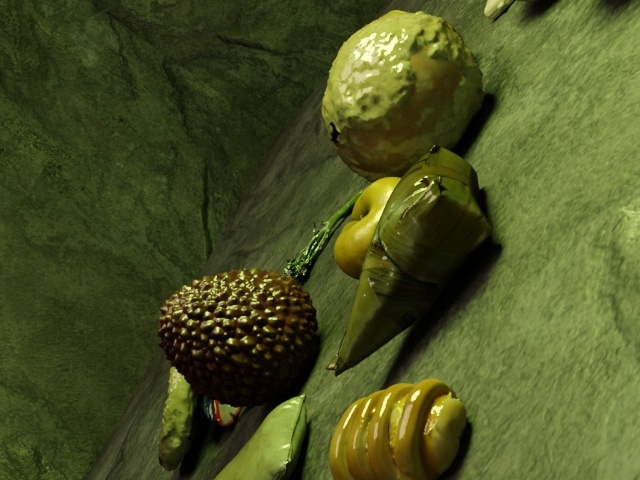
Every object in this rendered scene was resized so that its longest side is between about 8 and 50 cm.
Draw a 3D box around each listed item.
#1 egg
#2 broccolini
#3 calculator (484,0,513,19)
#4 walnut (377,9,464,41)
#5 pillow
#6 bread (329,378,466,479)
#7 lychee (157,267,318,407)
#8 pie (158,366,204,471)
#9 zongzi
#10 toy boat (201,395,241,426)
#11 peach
[{"bbox_3d":[0.134,-0.244,1.583,0.310,0.279,0.279,-55,8,50],"label":"egg"},{"bbox_3d":[0.005,-0.007,1.980,0.271,0.062,0.123,-47,23,26],"label":"broccolini"},{"bbox_3d":[0.380,-0.518,1.894,0.100,0.032,0.175,-45,16,46],"label":"calculator"},{"bbox_3d":[0.176,-0.340,1.809,0.228,0.228,0.228,-53,11,15],"label":"walnut"},{"bbox_3d":[-0.122,0.368,1.353,0.302,0.075,0.185,-51,10,20],"label":"pillow"},{"bbox_3d":[0.077,0.204,0.970,0.177,0.084,0.119,-36,23,50],"label":"bread"},{"bbox_3d":[-0.147,0.157,1.578,0.271,0.271,0.271,-53,11,15],"label":"lychee"},{"bbox_3d":[-0.266,0.313,1.928,0.339,0.077,0.339,14,-90,-86],"label":"pie"},{"bbox_3d":[0.110,0.024,1.267,0.289,0.123,0.260,-56,6,20],"label":"zongzi"},{"bbox_3d":[-0.125,0.259,1.770,0.318,0.072,0.219,-19,35,57],"label":"toy boat"},{"bbox_3d":[0.093,-0.017,1.484,0.179,0.103,0.179,-55,8,12],"label":"peach"}]
